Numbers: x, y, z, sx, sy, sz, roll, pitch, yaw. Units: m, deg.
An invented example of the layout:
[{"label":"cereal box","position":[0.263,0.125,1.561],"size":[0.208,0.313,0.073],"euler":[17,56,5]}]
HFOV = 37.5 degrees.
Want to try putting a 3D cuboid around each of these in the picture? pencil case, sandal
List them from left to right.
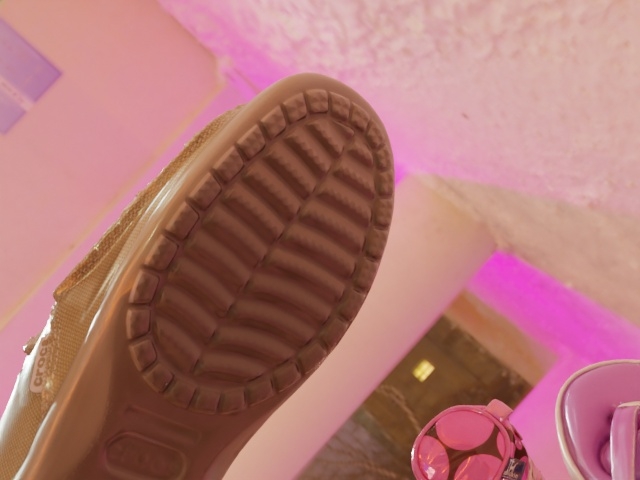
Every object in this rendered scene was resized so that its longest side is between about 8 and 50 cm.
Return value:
[{"label":"pencil case","position":[0.158,0.220,0.862],"size":[0.095,0.098,0.209],"euler":[27,165,32]},{"label":"sandal","position":[0.320,0.209,0.787],"size":[0.416,0.169,0.102],"euler":[-111,-2,-60]}]

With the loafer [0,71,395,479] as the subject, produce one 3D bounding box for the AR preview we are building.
[{"label":"loafer","position":[-0.070,0.046,0.380],"size":[0.102,0.268,0.092],"euler":[39,171,-35]}]
